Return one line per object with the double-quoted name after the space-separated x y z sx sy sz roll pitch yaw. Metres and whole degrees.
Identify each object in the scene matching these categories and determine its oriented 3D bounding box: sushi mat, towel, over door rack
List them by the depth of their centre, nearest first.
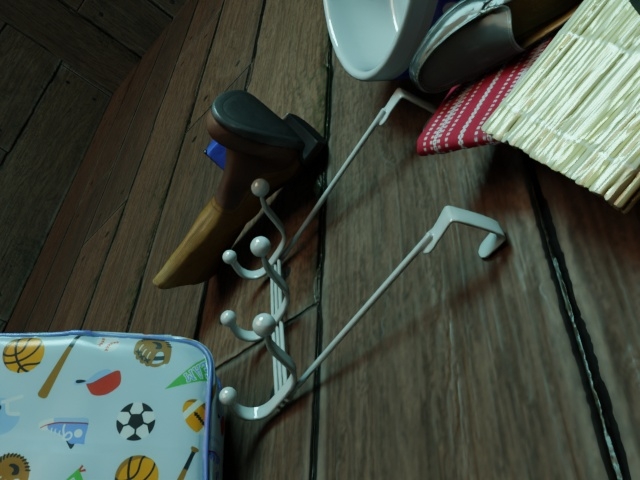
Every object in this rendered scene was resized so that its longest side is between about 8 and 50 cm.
0.241 -0.171 0.392 0.317 0.019 0.151 -52 31 9 "sushi mat"
0.217 -0.149 0.489 0.274 0.031 0.199 0 48 54 "towel"
0.000 0.000 0.649 0.324 0.108 0.240 -42 32 25 "over door rack"

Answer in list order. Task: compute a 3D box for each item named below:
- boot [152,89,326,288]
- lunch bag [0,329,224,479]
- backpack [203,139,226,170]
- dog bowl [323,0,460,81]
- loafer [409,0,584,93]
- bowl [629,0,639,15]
-0.136 -0.053 0.814 0.280 0.096 0.264 -48 -5 14 "boot"
-0.248 0.215 0.614 0.115 0.303 0.243 99 170 -60 "lunch bag"
-0.108 -0.152 0.989 0.101 0.098 0.120 -35 21 19 "backpack"
0.090 -0.310 0.684 0.265 0.104 0.265 174 90 -72 "dog bowl"
0.151 -0.179 0.528 0.170 0.062 0.061 -36 32 18 "loafer"
0.262 -0.194 0.197 0.312 0.311 0.163 -52 33 9 "bowl"
